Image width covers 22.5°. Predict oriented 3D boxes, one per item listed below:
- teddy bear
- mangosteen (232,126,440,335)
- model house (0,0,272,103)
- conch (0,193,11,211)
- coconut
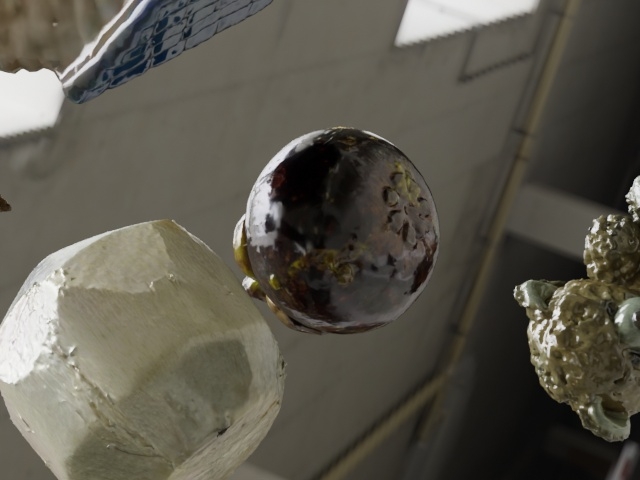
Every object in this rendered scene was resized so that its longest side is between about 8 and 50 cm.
[{"bbox_3d":[0.326,0.084,1.637,0.256,0.267,0.156,-20,-24,-27],"label":"teddy bear"},{"bbox_3d":[0.000,0.000,1.473,0.192,0.217,0.192,23,-123,-40],"label":"mangosteen"},{"bbox_3d":[-0.148,-0.377,1.351,0.395,0.400,0.445,-32,-57,-50],"label":"model house"},{"bbox_3d":[-0.396,-0.074,1.418,0.093,0.330,0.109,-42,-40,-37],"label":"conch"},{"bbox_3d":[-0.108,0.066,0.916,0.161,0.162,0.161,-40,-16,-14],"label":"coconut"}]
